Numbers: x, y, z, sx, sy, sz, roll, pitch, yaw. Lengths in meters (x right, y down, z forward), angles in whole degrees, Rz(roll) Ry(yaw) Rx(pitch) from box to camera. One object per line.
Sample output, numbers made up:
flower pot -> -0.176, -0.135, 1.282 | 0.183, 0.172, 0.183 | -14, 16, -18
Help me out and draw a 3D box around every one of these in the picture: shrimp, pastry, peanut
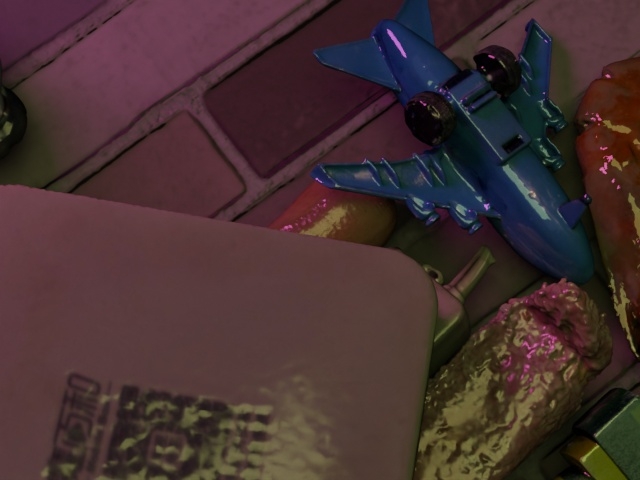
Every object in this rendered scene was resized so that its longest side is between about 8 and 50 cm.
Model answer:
shrimp -> 0.282, -0.012, 1.551 | 0.154, 0.062, 0.294 | 0, 75, -7
pastry -> 0.114, 0.142, 1.489 | 0.265, 0.112, 0.103 | -44, 89, 1
peanut -> 0.000, 0.000, 1.538 | 0.152, 0.076, 0.076 | -42, 80, -15

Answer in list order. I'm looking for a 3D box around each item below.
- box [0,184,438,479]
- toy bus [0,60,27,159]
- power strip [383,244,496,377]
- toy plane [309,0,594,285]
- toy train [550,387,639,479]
box -> -0.120, 0.159, 1.399 | 0.373, 0.090, 0.367 | 10, 68, 3
toy bus -> -0.383, -0.091, 1.491 | 0.232, 0.194, 0.288 | 16, 68, 25
power strip -> 0.025, 0.098, 1.515 | 0.288, 0.053, 0.093 | -45, 63, -10
toy plane -> 0.124, -0.077, 1.532 | 0.254, 0.105, 0.271 | -36, 74, -30
toy train -> 0.198, 0.219, 1.469 | 0.200, 0.083, 0.132 | -41, 95, -10
